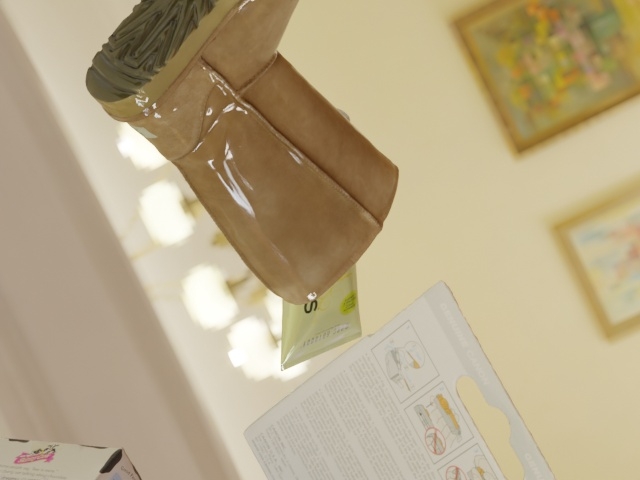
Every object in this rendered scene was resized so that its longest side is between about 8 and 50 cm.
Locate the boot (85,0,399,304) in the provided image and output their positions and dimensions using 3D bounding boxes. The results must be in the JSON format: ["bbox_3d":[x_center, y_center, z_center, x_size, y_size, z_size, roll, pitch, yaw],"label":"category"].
[{"bbox_3d":[-0.018,-0.109,1.381,0.089,0.236,0.269,43,179,43],"label":"boot"}]

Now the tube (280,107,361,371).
[{"bbox_3d":[0.000,0.000,1.725,0.062,0.070,0.240,-81,-8,-60],"label":"tube"}]

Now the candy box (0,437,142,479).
[{"bbox_3d":[-0.250,0.247,1.544,0.196,0.165,0.070,-51,-54,-36],"label":"candy box"}]

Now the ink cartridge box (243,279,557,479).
[{"bbox_3d":[0.069,0.151,1.245,0.066,0.232,0.189,-16,-108,-47],"label":"ink cartridge box"}]
